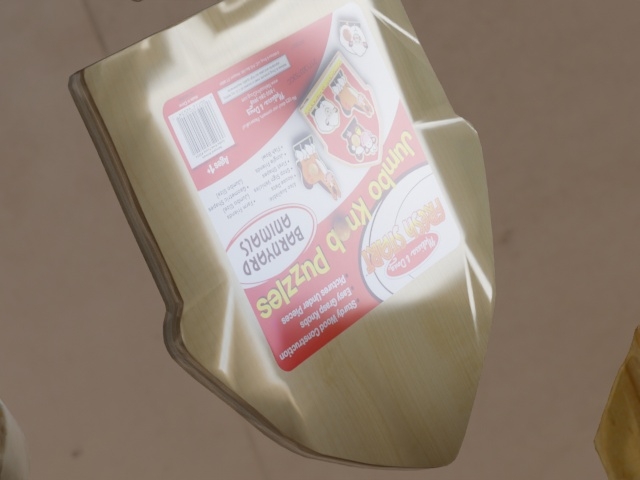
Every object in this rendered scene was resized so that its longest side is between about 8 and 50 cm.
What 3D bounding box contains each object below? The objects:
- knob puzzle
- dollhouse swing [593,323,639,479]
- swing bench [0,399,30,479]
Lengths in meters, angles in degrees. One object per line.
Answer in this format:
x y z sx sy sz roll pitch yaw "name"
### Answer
0.000 0.000 0.724 0.213 0.030 0.213 16 67 -43 "knob puzzle"
0.220 0.161 0.647 0.315 0.347 0.305 -30 91 -55 "dollhouse swing"
-0.255 0.058 0.699 0.165 0.255 0.253 8 -42 51 "swing bench"
